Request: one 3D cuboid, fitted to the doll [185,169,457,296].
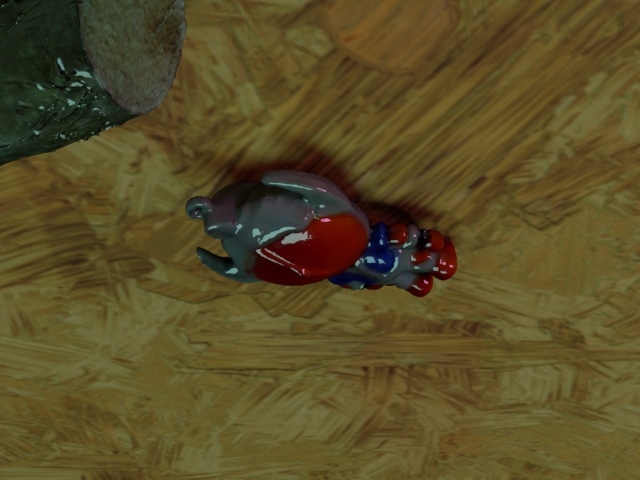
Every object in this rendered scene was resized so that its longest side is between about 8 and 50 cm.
[{"bbox_3d":[0.000,-0.001,0.902,0.195,0.062,0.104,14,162,-30],"label":"doll"}]

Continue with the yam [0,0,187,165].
[{"bbox_3d":[-0.161,-0.095,0.739,0.183,0.107,0.107,-15,142,28],"label":"yam"}]
